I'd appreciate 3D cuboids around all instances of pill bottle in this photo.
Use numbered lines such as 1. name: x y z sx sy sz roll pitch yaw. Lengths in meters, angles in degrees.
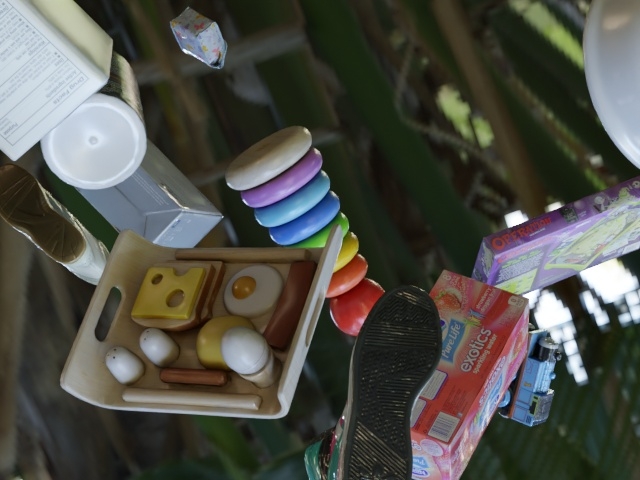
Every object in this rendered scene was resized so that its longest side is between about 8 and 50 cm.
1. pill bottle: -0.293 -0.171 1.914 0.130 0.130 0.245 -21 -152 1

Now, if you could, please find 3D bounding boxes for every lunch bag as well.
1. lunch bag: -0.184 -0.309 2.310 0.053 0.083 0.071 -42 -130 -20

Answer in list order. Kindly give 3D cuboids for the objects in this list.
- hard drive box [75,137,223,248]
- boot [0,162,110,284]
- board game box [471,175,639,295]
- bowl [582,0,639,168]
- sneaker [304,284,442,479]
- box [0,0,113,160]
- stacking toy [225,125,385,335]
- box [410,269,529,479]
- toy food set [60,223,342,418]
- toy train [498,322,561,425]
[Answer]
1. hard drive box: -0.255 -0.070 2.156 0.089 0.181 0.232 -46 171 7
2. boot: -0.411 -0.020 2.317 0.077 0.213 0.165 -46 158 -3
3. board game box: 0.425 0.004 2.601 0.347 0.056 0.208 -20 156 -17
4. bowl: 0.493 -0.232 1.956 0.298 0.298 0.134 -35 -169 -37
5. sneaker: 0.064 0.212 1.820 0.178 0.124 0.295 128 -21 -63
6. box: -0.371 -0.247 1.538 0.148 0.311 0.121 -37 -155 15
7. stacking toy: 0.000 0.000 2.218 0.141 0.330 0.141 -30 -165 9
8. box: 0.193 0.212 2.292 0.154 0.142 0.300 19 -126 20
9. toy food set: -0.135 0.079 1.695 0.306 0.092 0.219 0 -123 30
10. toy train: 0.379 0.245 2.737 0.105 0.184 0.080 20 -166 30
